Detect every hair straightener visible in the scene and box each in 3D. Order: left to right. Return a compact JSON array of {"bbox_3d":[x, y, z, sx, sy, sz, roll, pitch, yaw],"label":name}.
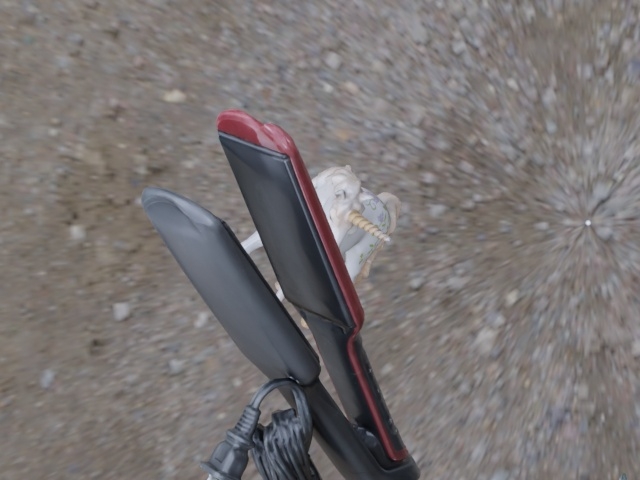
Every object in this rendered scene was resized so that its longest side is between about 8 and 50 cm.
[{"bbox_3d":[-0.018,0.062,0.702,0.047,0.230,0.089,25,59,37],"label":"hair straightener"}]

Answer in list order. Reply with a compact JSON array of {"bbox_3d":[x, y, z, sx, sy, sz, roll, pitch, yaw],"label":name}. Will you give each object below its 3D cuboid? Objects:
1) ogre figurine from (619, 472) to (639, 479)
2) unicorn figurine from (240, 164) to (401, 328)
[{"bbox_3d":[0.215,0.127,0.795,0.197,0.097,0.118,-7,47,17],"label":"ogre figurine"},{"bbox_3d":[0.000,0.000,0.984,0.060,0.162,0.111,41,111,3],"label":"unicorn figurine"}]
